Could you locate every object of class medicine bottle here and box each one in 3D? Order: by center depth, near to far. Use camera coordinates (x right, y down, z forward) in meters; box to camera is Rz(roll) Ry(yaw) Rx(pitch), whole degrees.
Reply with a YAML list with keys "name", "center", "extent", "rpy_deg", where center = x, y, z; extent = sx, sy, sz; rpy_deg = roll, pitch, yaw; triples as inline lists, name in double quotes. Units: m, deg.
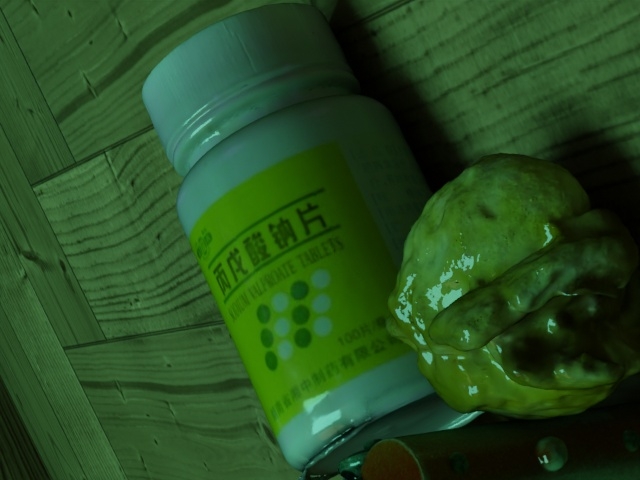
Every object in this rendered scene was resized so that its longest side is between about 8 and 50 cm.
- name: "medicine bottle"
  center: [0.000, 0.000, 1.686]
  extent: [0.378, 0.214, 0.213]
  rpy_deg: [65, 159, 18]

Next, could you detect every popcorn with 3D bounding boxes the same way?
- name: "popcorn"
  center: [0.154, 0.035, 1.471]
  extent: [0.253, 0.191, 0.190]
  rpy_deg: [145, 124, -63]

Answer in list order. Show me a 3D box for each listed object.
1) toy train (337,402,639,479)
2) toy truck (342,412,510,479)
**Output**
- name: "toy train"
  center: [0.145, 0.191, 1.554]
  extent: [0.177, 0.285, 0.116]
  rpy_deg: [-40, 59, 56]
- name: "toy truck"
  center: [0.116, 0.267, 1.872]
  extent: [0.162, 0.136, 0.305]
  rpy_deg: [44, 150, 19]
